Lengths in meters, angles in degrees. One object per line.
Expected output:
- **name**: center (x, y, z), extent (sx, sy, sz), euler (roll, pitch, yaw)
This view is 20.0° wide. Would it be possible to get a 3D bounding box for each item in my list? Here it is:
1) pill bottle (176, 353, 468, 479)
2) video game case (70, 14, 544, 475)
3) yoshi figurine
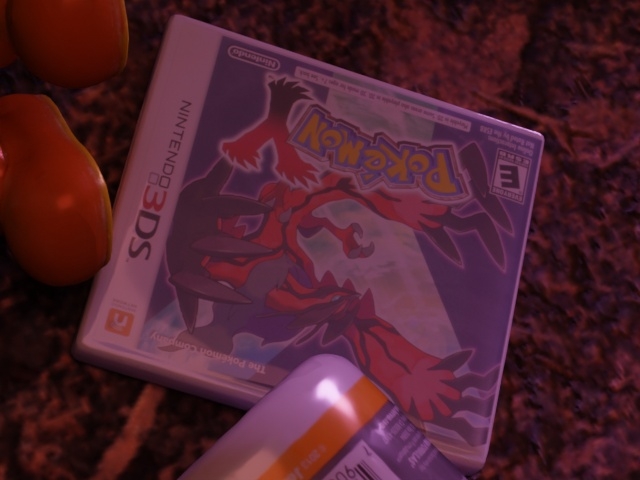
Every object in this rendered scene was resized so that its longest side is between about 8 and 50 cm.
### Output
- **pill bottle**: center (0.042, 0.194, 0.736), extent (0.278, 0.162, 0.162), euler (46, 64, 3)
- **video game case**: center (0.000, 0.000, 0.875), extent (0.201, 0.023, 0.183), euler (18, 66, -10)
- **yoshi figurine**: center (-0.251, -0.025, 0.700), extent (0.362, 0.203, 0.203), euler (-8, 79, -24)
